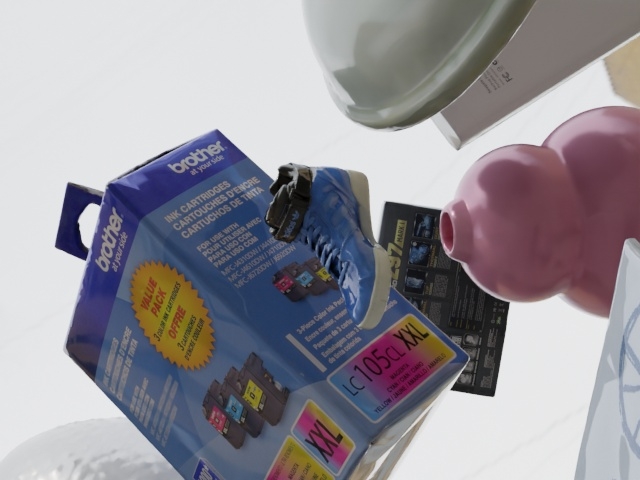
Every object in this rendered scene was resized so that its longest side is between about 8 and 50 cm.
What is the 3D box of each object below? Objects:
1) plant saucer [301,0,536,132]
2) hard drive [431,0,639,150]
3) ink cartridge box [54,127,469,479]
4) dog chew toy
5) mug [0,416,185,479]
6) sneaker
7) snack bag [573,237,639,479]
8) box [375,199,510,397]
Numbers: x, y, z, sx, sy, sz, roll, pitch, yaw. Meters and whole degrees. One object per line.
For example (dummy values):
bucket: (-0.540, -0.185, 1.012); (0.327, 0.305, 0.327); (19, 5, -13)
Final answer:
plant saucer: (0.067, -0.284, 0.930); (0.101, 0.400, 0.400); (18, -73, -23)
hard drive: (0.229, -0.268, 1.503); (0.308, 0.203, 0.040); (-32, -12, -15)
ink cartridge box: (-0.089, 0.088, 1.179); (0.151, 0.395, 0.270); (-31, -24, -39)
dog chew toy: (0.262, -0.025, 1.028); (0.332, 0.206, 0.206); (-6, -63, -12)
mug: (-0.178, 0.313, 1.418); (0.374, 0.328, 0.276); (-40, -49, -54)
sneaker: (0.000, 0.001, 0.929); (0.085, 0.152, 0.058); (9, -43, -20)
snack bag: (0.200, 0.196, 0.602); (0.037, 0.342, 0.323); (3, -71, -13)
box: (0.152, 0.074, 1.611); (0.183, 0.059, 0.232); (9, -89, -1)
